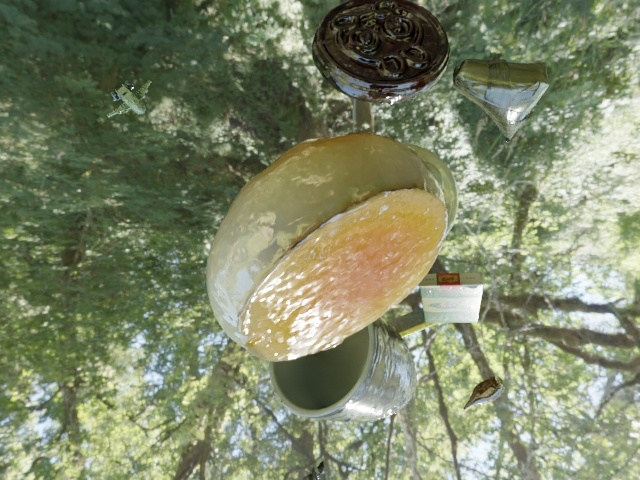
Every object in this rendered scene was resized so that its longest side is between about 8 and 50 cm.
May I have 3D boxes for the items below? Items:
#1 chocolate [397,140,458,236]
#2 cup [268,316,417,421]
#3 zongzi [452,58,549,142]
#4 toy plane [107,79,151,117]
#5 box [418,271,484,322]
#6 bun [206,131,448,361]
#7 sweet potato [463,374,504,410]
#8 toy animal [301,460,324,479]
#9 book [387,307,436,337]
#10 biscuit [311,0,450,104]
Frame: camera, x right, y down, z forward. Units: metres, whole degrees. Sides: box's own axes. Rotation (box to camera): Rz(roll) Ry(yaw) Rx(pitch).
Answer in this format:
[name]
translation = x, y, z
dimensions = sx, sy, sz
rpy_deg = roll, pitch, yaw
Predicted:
[chocolate]
translation = 0.187, -0.083, 1.043
dimensions = 0.314, 0.326, 0.297
rpy_deg = -16, -156, -5
[cup]
translation = 0.068, 0.202, 0.803
dimensions = 0.227, 0.301, 0.257
rpy_deg = -12, 147, 34
[zongzi]
translation = 0.439, -0.362, 1.076
dimensions = 0.221, 0.112, 0.242
rpy_deg = 12, 155, 6
[toy plane]
translation = -0.270, -0.201, 0.581
dimensions = 0.080, 0.033, 0.083
rpy_deg = -43, -129, -9
[box]
translation = 0.301, 0.139, 0.950
dimensions = 0.132, 0.034, 0.235
rpy_deg = -3, 149, 15
[bun]
translation = 0.000, 0.000, 0.498
dimensions = 0.299, 0.299, 0.165
rpy_deg = -8, -133, -32
[sweet potato]
translation = 0.386, 0.368, 0.974
dimensions = 0.117, 0.049, 0.049
rpy_deg = -43, -174, 11
[toy animal]
translation = -0.013, 0.632, 1.091
dimensions = 0.050, 0.084, 0.028
rpy_deg = 46, -176, 27
[book]
translation = 0.192, 0.300, 1.313
dimensions = 0.374, 0.028, 0.262
rpy_deg = -23, 174, 6
[biscuit]
translation = 0.178, -0.572, 1.197
dimensions = 0.407, 0.407, 0.091
rpy_deg = -2, 153, -4
